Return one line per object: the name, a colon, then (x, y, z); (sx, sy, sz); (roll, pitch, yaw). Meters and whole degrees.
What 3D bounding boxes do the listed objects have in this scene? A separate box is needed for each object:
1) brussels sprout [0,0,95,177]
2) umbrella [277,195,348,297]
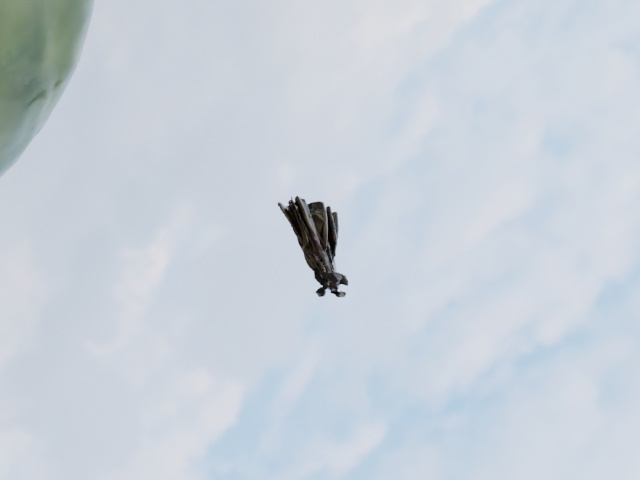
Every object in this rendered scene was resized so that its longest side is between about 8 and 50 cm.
brussels sprout: (-0.197, -0.137, 0.450); (0.219, 0.210, 0.271); (9, -79, 27)
umbrella: (-0.002, 0.001, 0.594); (0.020, 0.031, 0.083); (-34, -152, 13)
